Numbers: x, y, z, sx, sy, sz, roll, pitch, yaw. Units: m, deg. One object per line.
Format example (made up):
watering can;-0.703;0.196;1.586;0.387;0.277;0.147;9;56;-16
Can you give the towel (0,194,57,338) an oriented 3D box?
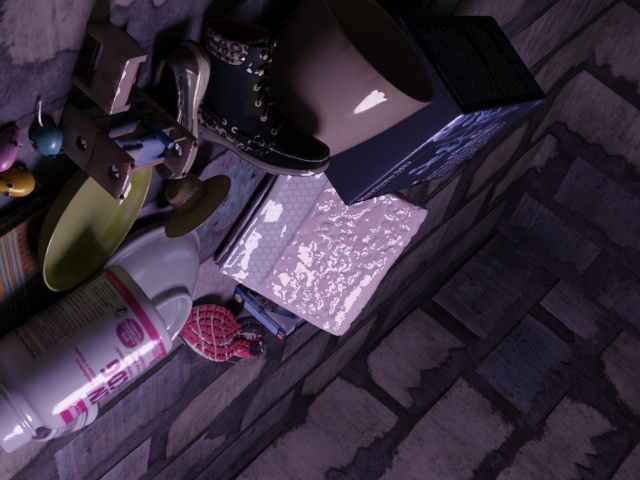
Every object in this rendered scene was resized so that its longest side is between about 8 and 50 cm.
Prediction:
towel;-0.514;0.113;1.266;0.370;0.040;0.271;-40;162;-33

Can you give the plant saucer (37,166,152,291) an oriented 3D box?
plant saucer;-0.327;-0.038;1.341;0.241;0.037;0.241;-56;170;-16

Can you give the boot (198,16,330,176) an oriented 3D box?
boot;-0.081;-0.202;1.349;0.085;0.236;0.178;-62;174;-50

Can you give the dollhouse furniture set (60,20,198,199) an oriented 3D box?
dollhouse furniture set;-0.229;-0.171;1.198;0.129;0.129;0.183;-29;154;-49

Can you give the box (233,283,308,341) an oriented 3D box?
box;-0.064;0.114;2.168;0.233;0.159;0.044;-34;156;-39

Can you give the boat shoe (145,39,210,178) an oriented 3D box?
boat shoe;-0.214;-0.177;1.324;0.073;0.080;0.223;-25;146;-42

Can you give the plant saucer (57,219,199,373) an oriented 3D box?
plant saucer;-0.333;0.145;1.647;0.400;0.100;0.400;-46;164;-17

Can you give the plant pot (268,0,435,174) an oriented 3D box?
plant pot;-0.005;-0.232;1.486;0.274;0.256;0.256;-40;169;27

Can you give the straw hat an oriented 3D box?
straw hat;-0.219;-0.077;1.534;0.144;0.144;0.061;-46;120;-10

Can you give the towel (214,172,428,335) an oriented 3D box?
towel;0.000;0.000;1.877;0.331;0.317;0.053;-56;-163;20

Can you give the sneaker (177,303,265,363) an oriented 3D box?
sneaker;-0.233;0.214;2.067;0.299;0.112;0.120;29;59;-62

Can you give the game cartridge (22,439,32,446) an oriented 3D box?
game cartridge;-0.543;0.357;1.752;0.083;0.017;0.056;-34;161;-41

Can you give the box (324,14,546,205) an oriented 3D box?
box;0.193;-0.254;1.775;0.293;0.212;0.395;-38;169;35

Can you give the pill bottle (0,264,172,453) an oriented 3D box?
pill bottle;-0.377;0.176;1.391;0.283;0.160;0.160;-35;159;-19

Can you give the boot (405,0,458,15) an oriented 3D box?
boot;0.209;-0.456;1.769;0.165;0.077;0.213;-50;164;11

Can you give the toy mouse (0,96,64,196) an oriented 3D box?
toy mouse;-0.363;-0.110;1.162;0.143;0.031;0.161;-56;162;21

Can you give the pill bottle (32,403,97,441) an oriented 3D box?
pill bottle;-0.476;0.319;1.729;0.078;0.078;0.137;-53;163;13
